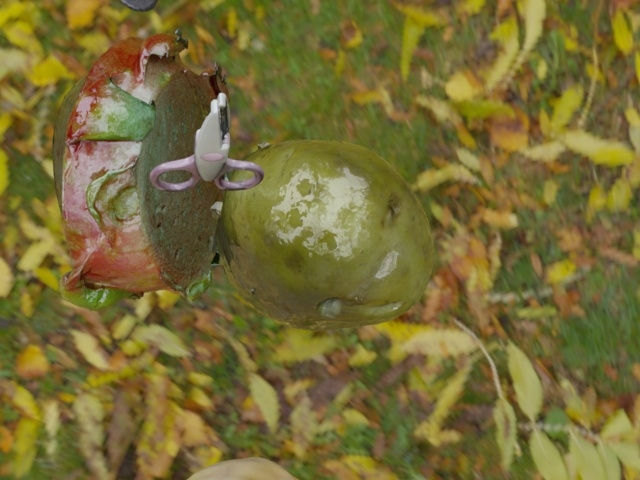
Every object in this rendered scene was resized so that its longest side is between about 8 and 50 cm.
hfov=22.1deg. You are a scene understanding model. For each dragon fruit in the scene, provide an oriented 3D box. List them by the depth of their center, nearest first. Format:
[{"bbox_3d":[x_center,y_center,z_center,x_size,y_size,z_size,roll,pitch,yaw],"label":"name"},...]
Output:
[{"bbox_3d":[-0.170,-0.064,1.574,0.130,0.295,0.268,1,54,20],"label":"dragon fruit"}]

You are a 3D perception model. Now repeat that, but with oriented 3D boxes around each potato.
[{"bbox_3d":[-0.002,-0.001,1.393,0.148,0.197,0.228,-49,29,-23],"label":"potato"}]

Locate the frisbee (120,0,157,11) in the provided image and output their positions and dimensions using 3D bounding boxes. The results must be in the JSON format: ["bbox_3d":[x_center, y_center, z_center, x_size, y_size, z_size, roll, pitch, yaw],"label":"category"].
[{"bbox_3d":[-0.224,-0.369,1.808,0.187,0.012,0.211,40,49,-19],"label":"frisbee"}]

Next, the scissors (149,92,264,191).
[{"bbox_3d":[-0.078,-0.065,1.166,0.085,0.176,0.022,0,73,-7],"label":"scissors"}]

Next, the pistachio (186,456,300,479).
[{"bbox_3d":[-0.059,0.234,1.009,0.157,0.157,0.229,50,133,21],"label":"pistachio"}]
